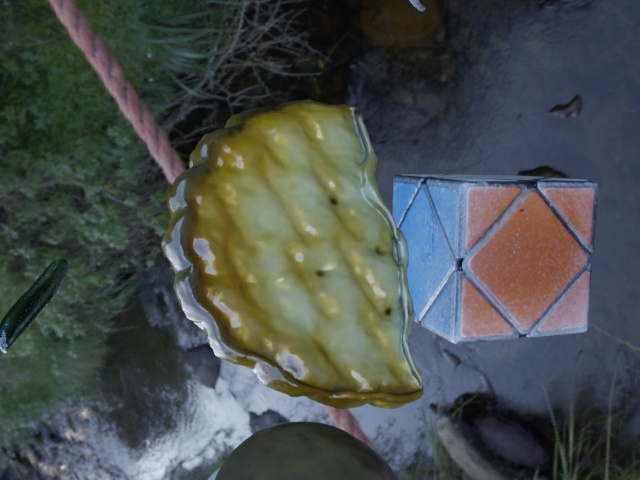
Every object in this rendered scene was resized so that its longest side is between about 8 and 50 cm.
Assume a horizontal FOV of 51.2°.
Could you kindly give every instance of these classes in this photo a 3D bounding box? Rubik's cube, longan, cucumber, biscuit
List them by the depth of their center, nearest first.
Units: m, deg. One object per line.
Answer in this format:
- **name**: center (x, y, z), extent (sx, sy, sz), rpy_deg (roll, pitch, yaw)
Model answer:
- **longan**: center (-0.012, 0.277, 0.612), extent (0.196, 0.220, 0.196), rpy_deg (8, 137, 8)
- **biscuit**: center (0.000, 0.000, 0.686), extent (0.329, 0.335, 0.078), rpy_deg (35, 145, -26)
- **cucumber**: center (-0.367, 0.075, 0.862), extent (0.033, 0.184, 0.036), rpy_deg (34, 119, -11)
- **Rubik's cube**: center (0.226, 0.013, 0.919), extent (0.205, 0.207, 0.205), rpy_deg (-158, 66, -69)

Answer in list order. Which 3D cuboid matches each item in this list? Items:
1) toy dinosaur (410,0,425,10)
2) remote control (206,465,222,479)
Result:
- **toy dinosaur**: center (0.008, -0.235, 0.475), extent (0.209, 0.082, 0.039), rpy_deg (33, 180, -23)
- **remote control**: center (-0.153, 0.355, 0.779), extent (0.078, 0.221, 0.042), rpy_deg (20, 152, 47)
